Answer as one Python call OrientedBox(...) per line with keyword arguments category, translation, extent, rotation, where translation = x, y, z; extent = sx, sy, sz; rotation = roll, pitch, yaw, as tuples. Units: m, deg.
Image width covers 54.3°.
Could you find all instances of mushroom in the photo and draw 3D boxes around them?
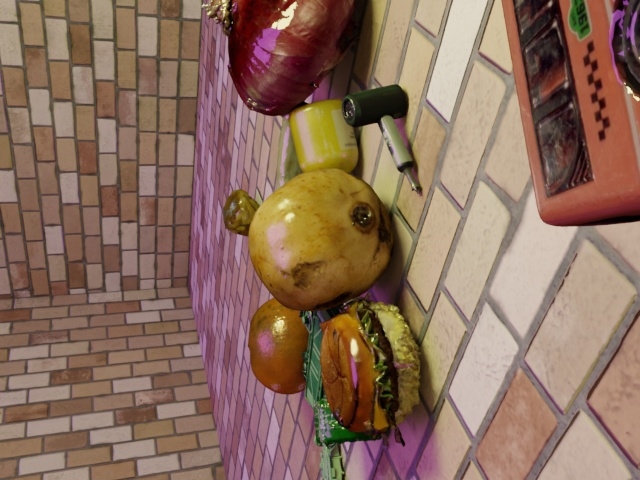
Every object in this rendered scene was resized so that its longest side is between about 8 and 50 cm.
OrientedBox(category="mushroom", translation=(-0.058, -0.178, 1.493), extent=(0.081, 0.100, 0.312), rotation=(19, 112, 45))

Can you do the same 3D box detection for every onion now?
OrientedBox(category="onion", translation=(-0.085, -0.424, 1.220), extent=(0.347, 0.285, 0.347), rotation=(-55, 23, 37))

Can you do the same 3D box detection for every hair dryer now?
OrientedBox(category="hair dryer", translation=(0.116, -0.162, 1.022), extent=(0.197, 0.100, 0.057), rotation=(66, 159, 14))

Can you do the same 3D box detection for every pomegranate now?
OrientedBox(category="pomegranate", translation=(0.000, 0.000, 1.100), extent=(0.260, 0.260, 0.260), rotation=(177, 90, -71))

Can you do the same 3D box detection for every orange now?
OrientedBox(category="orange", translation=(-0.087, 0.242, 1.476), extent=(0.240, 0.171, 0.240), rotation=(-177, 90, -87))

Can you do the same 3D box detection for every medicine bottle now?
OrientedBox(category="medicine bottle", translation=(0.017, -0.162, 1.237), extent=(0.122, 0.122, 0.212), rotation=(171, 86, -71))

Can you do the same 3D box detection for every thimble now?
OrientedBox(category="thimble", translation=(0.050, 0.342, 1.190), extent=(0.118, 0.130, 0.090), rotation=(143, 126, -60))

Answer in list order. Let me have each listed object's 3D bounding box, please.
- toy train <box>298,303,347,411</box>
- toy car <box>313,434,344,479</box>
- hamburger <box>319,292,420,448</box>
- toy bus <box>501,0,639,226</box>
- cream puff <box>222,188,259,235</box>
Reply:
OrientedBox(category="toy train", translation=(0.024, 0.225, 1.291), extent=(0.154, 0.115, 0.269), rotation=(43, 133, 52))
OrientedBox(category="toy car", translation=(0.022, 0.506, 1.414), extent=(0.073, 0.054, 0.143), rotation=(135, 134, -63))
OrientedBox(category="hamburger", translation=(0.088, 0.218, 1.052), extent=(0.243, 0.139, 0.261), rotation=(139, 126, -68))
OrientedBox(category="toy bus", translation=(0.247, -0.228, 0.449), extent=(0.233, 0.203, 0.427), rotation=(150, 113, -74))
OrientedBox(category="cream puff", translation=(-0.250, -0.088, 2.051), extent=(0.146, 0.116, 0.146), rotation=(-27, 54, 44))
